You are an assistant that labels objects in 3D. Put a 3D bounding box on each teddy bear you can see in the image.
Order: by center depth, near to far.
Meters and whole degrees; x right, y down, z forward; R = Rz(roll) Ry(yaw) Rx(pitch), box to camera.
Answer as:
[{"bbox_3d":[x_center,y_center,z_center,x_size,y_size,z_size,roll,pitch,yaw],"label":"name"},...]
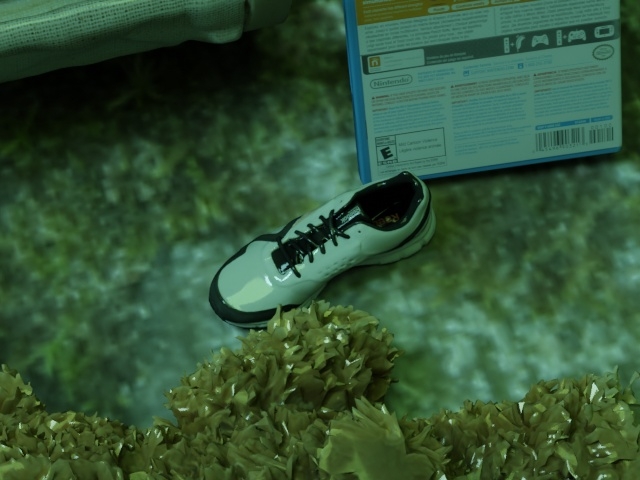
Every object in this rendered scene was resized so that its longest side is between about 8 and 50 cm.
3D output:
[{"bbox_3d":[-0.003,0.134,0.634,0.338,0.113,0.245,-15,73,-16],"label":"teddy bear"}]

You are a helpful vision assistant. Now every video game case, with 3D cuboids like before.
[{"bbox_3d":[0.068,-0.107,0.713,0.119,0.166,0.015,-8,27,-3],"label":"video game case"}]

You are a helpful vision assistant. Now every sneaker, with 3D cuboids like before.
[{"bbox_3d":[0.000,0.000,0.717,0.109,0.044,0.040,-28,71,-12],"label":"sneaker"}]

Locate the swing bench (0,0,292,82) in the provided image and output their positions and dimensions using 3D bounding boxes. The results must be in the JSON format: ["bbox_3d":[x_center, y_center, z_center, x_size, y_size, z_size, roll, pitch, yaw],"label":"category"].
[{"bbox_3d":[-0.167,-0.180,0.724,0.253,0.165,0.254,-12,89,-8],"label":"swing bench"}]
